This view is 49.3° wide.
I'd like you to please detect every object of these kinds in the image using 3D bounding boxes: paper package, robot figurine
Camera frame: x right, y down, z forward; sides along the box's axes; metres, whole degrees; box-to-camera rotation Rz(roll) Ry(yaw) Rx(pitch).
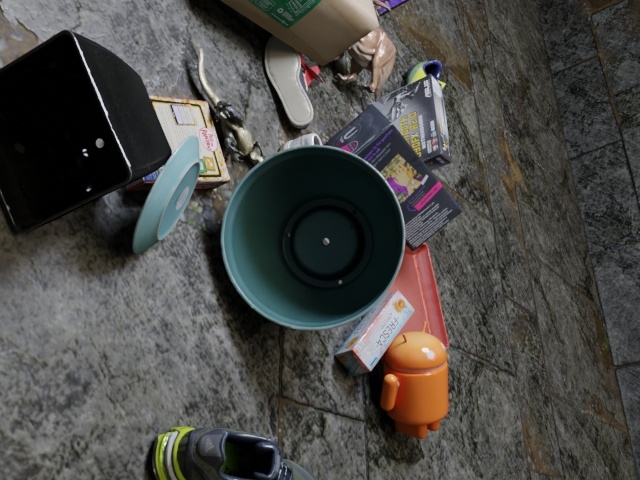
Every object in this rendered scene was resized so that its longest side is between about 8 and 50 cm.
[{"bbox_3d":[-0.064,-0.557,1.399,0.325,0.168,0.309,24,43,-43],"label":"paper package"},{"bbox_3d":[0.187,0.275,1.374,0.128,0.158,0.219,-126,-148,-77],"label":"robot figurine"}]

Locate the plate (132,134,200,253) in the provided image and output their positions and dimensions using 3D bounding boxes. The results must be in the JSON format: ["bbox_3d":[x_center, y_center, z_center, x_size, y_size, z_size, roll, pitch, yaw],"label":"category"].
[{"bbox_3d":[-0.209,-0.060,0.987,0.024,0.188,0.188,26,42,0],"label":"plate"}]

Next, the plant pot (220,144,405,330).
[{"bbox_3d":[0.000,0.000,1.187,0.196,0.293,0.292,21,52,-81],"label":"plant pot"}]

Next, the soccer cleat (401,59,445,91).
[{"bbox_3d":[0.282,-0.385,1.899,0.093,0.121,0.289,40,43,-37],"label":"soccer cleat"}]

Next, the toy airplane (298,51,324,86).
[{"bbox_3d":[-0.045,-0.401,1.525,0.151,0.028,0.151,9,76,-40],"label":"toy airplane"}]

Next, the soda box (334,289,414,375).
[{"bbox_3d":[0.107,0.179,1.358,0.058,0.063,0.183,51,52,-9],"label":"soda box"}]

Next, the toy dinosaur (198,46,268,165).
[{"bbox_3d":[-0.156,-0.204,1.224,0.268,0.064,0.118,59,12,-21],"label":"toy dinosaur"}]

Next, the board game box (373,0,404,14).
[{"bbox_3d":[0.060,-0.687,1.647,0.347,0.233,0.078,62,34,-10],"label":"board game box"}]

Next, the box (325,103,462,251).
[{"bbox_3d":[0.156,-0.136,1.509,0.270,0.143,0.165,47,8,-26],"label":"box"}]

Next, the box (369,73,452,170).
[{"bbox_3d":[0.213,-0.263,1.682,0.056,0.183,0.230,29,51,-46],"label":"box"}]

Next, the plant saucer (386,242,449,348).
[{"bbox_3d":[0.185,0.118,1.559,0.259,0.048,0.258,13,62,-53],"label":"plant saucer"}]

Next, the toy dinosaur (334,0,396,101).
[{"bbox_3d":[0.110,-0.466,1.613,0.200,0.127,0.295,-51,122,-17],"label":"toy dinosaur"}]

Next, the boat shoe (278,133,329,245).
[{"bbox_3d":[0.022,-0.085,1.392,0.277,0.096,0.098,59,35,-16],"label":"boat shoe"}]

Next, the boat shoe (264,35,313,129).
[{"bbox_3d":[-0.065,-0.324,1.446,0.065,0.075,0.206,80,-8,-81],"label":"boat shoe"}]

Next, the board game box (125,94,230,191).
[{"bbox_3d":[-0.239,-0.154,1.105,0.194,0.045,0.146,-8,79,-56],"label":"board game box"}]

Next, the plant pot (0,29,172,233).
[{"bbox_3d":[-0.302,-0.138,0.898,0.187,0.188,0.167,67,22,-3],"label":"plant pot"}]

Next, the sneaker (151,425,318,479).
[{"bbox_3d":[-0.089,0.336,0.984,0.300,0.121,0.111,34,48,-42],"label":"sneaker"}]
